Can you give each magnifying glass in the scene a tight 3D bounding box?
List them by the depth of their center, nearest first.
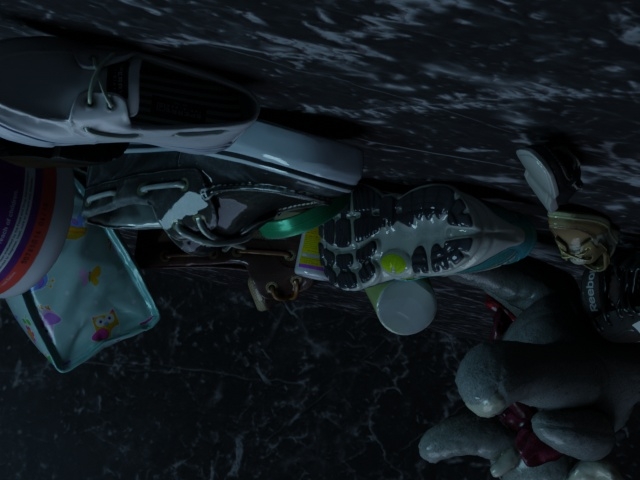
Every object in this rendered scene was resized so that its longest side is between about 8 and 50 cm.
[{"bbox_3d":[-0.043,-0.040,1.781,0.092,0.026,0.231,-31,-160,-17],"label":"magnifying glass"}]

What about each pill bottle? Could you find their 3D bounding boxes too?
[{"bbox_3d":[-0.412,-0.059,1.748,0.323,0.181,0.181,17,172,-40],"label":"pill bottle"},{"bbox_3d":[0.000,0.000,1.956,0.043,0.083,0.043,11,174,1],"label":"pill bottle"}]

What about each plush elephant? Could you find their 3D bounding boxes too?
[{"bbox_3d":[0.224,0.172,1.891,0.330,0.255,0.272,13,-146,-24],"label":"plush elephant"}]

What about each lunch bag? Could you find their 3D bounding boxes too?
[{"bbox_3d":[-0.301,0.003,2.046,0.160,0.262,0.223,-28,-177,-10],"label":"lunch bag"}]

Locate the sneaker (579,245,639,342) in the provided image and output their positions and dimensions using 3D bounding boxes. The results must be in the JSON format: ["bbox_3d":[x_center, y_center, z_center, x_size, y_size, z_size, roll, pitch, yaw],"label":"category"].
[{"bbox_3d":[0.317,0.052,1.715,0.135,0.098,0.276,5,175,5],"label":"sneaker"}]

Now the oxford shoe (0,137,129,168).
[{"bbox_3d":[-0.284,-0.100,1.529,0.227,0.083,0.096,16,165,-27],"label":"oxford shoe"}]

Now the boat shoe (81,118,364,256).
[{"bbox_3d":[-0.088,-0.043,1.549,0.121,0.119,0.335,16,173,-38],"label":"boat shoe"}]

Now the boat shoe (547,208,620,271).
[{"bbox_3d":[0.243,0.001,1.657,0.050,0.045,0.135,8,173,31],"label":"boat shoe"}]

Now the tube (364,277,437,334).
[{"bbox_3d":[0.072,0.030,1.866,0.070,0.062,0.240,23,-167,-11],"label":"tube"}]

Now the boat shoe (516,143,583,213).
[{"bbox_3d":[0.175,-0.052,1.333,0.046,0.038,0.125,54,-179,18],"label":"boat shoe"}]

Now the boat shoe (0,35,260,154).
[{"bbox_3d":[-0.151,-0.112,1.303,0.226,0.083,0.076,2,168,-28],"label":"boat shoe"}]

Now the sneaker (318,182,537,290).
[{"bbox_3d":[0.092,0.000,1.725,0.110,0.107,0.275,4,180,-36],"label":"sneaker"}]

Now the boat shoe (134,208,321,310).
[{"bbox_3d":[-0.052,0.024,2.096,0.342,0.123,0.123,12,174,5],"label":"boat shoe"}]

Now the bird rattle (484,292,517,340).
[{"bbox_3d":[0.351,0.121,2.467,0.253,0.143,0.207,26,160,-9],"label":"bird rattle"}]
